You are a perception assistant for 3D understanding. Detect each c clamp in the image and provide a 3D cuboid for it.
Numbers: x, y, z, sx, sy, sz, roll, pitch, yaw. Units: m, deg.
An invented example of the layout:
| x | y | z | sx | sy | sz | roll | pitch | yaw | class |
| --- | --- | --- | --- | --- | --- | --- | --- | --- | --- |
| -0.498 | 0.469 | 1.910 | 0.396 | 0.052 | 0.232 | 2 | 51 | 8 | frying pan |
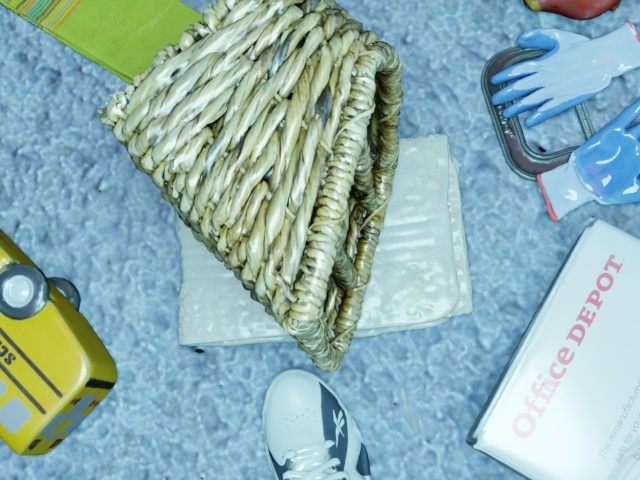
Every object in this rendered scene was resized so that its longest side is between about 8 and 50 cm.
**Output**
| x | y | z | sx | sy | sz | roll | pitch | yaw | class |
| --- | --- | --- | --- | --- | --- | --- | --- | --- | --- |
| 0.235 | -0.126 | 1.032 | 0.137 | 0.022 | 0.161 | -23 | 80 | 4 | c clamp |

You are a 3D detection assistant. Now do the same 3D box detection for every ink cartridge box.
| x | y | z | sx | sy | sz | roll | pitch | yaw | class |
| --- | --- | --- | --- | --- | --- | --- | --- | --- | --- |
| 0.312 | 0.156 | 0.915 | 0.307 | 0.129 | 0.223 | 29 | 83 | 8 | ink cartridge box |

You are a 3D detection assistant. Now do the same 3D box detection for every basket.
| x | y | z | sx | sy | sz | roll | pitch | yaw | class |
| --- | --- | --- | --- | --- | --- | --- | --- | --- | --- |
| 0.002 | -0.050 | 0.841 | 0.213 | 0.299 | 0.223 | -42 | 76 | -6 | basket |

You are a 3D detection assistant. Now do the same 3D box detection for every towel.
| x | y | z | sx | sy | sz | roll | pitch | yaw | class |
| --- | --- | --- | --- | --- | --- | --- | --- | --- | --- |
| -0.217 | -0.234 | 1.079 | 0.237 | 0.021 | 0.102 | 32 | 83 | 9 | towel |
| 0.000 | 0.000 | 1.008 | 0.282 | 0.049 | 0.187 | -4 | 77 | 4 | towel |

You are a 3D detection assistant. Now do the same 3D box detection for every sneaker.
| x | y | z | sx | sy | sz | roll | pitch | yaw | class |
| --- | --- | --- | --- | --- | --- | --- | --- | --- | --- |
| 0.000 | 0.222 | 0.909 | 0.094 | 0.153 | 0.235 | -8 | 79 | 0 | sneaker |

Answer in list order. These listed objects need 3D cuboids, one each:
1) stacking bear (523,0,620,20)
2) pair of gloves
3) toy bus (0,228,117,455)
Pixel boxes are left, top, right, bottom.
| x | y | z | sx | sy | sz | roll | pitch | yaw | class |
| --- | --- | --- | --- | --- | --- | --- | --- | --- | --- |
| 0.196 | -0.338 | 1.012 | 0.164 | 0.175 | 0.289 | -36 | 88 | 4 | stacking bear |
| 0.257 | -0.121 | 1.005 | 0.159 | 0.023 | 0.198 | -24 | 81 | 4 | pair of gloves |
| -0.336 | 0.039 | 0.991 | 0.332 | 0.108 | 0.130 | 43 | 86 | 10 | toy bus |
